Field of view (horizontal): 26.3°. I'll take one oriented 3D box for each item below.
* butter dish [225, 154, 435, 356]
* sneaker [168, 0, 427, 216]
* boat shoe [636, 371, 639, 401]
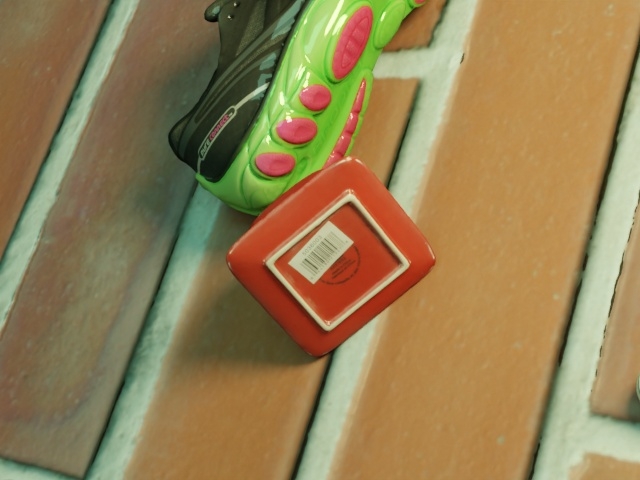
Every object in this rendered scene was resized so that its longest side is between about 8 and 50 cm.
[{"bbox_3d":[0.000,0.000,1.315,0.160,0.160,0.118,-39,30,2],"label":"butter dish"},{"bbox_3d":[-0.009,-0.259,1.423,0.202,0.185,0.482,20,72,31],"label":"sneaker"},{"bbox_3d":[0.363,0.090,1.105,0.228,0.081,0.079,-14,58,19],"label":"boat shoe"}]
